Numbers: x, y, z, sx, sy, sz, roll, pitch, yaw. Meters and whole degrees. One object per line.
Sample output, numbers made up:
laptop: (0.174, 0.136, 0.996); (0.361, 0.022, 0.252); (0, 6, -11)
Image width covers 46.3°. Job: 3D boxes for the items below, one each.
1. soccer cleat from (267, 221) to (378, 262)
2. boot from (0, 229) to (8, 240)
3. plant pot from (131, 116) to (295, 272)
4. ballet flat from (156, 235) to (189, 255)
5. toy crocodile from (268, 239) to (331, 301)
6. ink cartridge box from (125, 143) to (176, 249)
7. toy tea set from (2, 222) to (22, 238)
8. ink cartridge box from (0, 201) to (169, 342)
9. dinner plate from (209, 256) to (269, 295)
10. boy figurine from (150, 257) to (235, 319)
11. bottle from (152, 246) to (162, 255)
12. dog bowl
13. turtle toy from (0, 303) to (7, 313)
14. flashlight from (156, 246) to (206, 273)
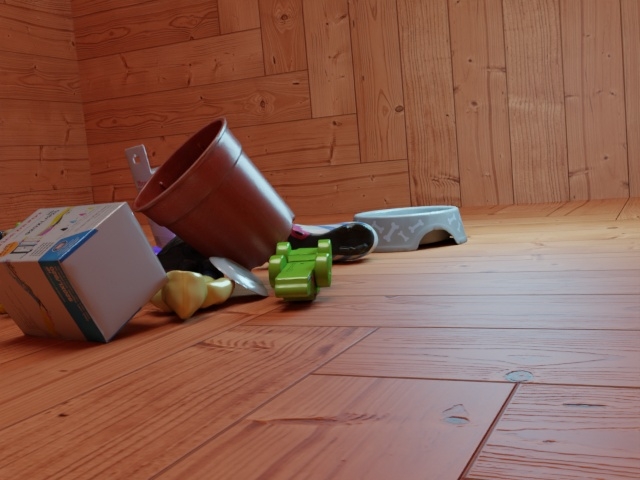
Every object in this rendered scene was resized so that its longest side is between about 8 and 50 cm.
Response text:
soccer cleat: (-0.014, 0.016, 1.948); (0.331, 0.116, 0.143); (-2, -10, 8)
boot: (-0.957, 0.008, 2.073); (0.377, 0.138, 0.284); (-11, -20, -17)
plant pot: (-0.212, -0.076, 1.610); (0.272, 0.265, 0.272); (-37, 23, 19)
ballet flat: (-0.337, 0.039, 1.726); (0.250, 0.058, 0.084); (-41, 25, -25)
toy crocodile: (-0.033, 0.065, 1.476); (0.115, 0.105, 0.340); (-4, 10, 4)
ink cartridge box: (-0.398, -0.099, 2.022); (0.119, 0.353, 0.207); (-23, 13, -25)
toy tea set: (-0.665, 0.009, 1.978); (0.200, 0.124, 0.336); (13, -1, 34)
ink cartridge box: (-0.420, 0.051, 1.268); (0.232, 0.168, 0.171); (-2, 34, 34)
dinner plate: (-0.160, 0.067, 1.501); (0.141, 0.017, 0.141); (34, 5, -3)
boy figurine: (-0.255, 0.088, 1.421); (0.177, 0.092, 0.285); (0, 3, 0)
bottle: (-0.462, 0.064, 1.823); (0.282, 0.092, 0.118); (-3, 4, 17)
dog bowl: (0.253, -0.038, 2.196); (0.348, 0.102, 0.349); (-4, 6, 0)
turtle toy: (-0.665, 0.108, 1.596); (0.130, 0.066, 0.095); (25, 12, -15)
flashlight: (-0.379, 0.082, 1.593); (0.304, 0.103, 0.103); (-4, -35, -43)
